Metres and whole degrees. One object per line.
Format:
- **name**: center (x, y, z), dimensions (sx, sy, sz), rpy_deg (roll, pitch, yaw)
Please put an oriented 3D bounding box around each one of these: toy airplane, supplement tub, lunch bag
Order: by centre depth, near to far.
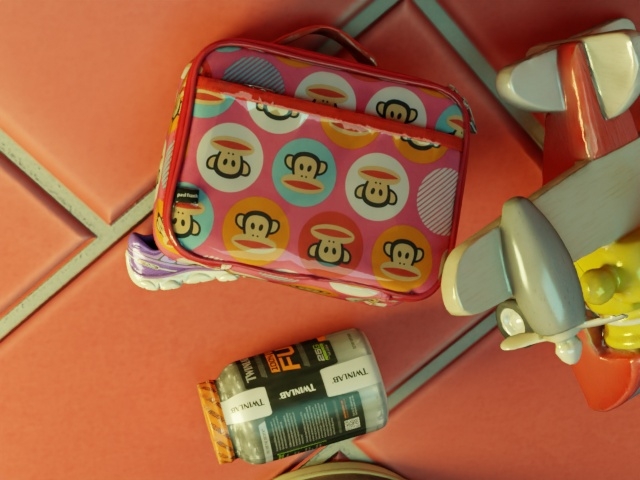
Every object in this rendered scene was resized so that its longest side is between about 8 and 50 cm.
- **lunch bag**: center (-0.004, -0.080, 1.634), dimensions (0.293, 0.120, 0.258), rpy_deg (11, 83, -13)
- **toy airplane**: center (0.316, -0.033, 1.702), dimensions (0.384, 0.272, 0.386), rpy_deg (33, 85, -46)
- **supplement tub**: center (-0.031, 0.172, 1.823), dimensions (0.190, 0.117, 0.117), rpy_deg (-16, 123, -8)

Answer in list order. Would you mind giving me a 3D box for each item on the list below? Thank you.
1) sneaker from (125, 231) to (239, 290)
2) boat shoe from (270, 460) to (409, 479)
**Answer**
- **sneaker**: center (-0.116, 0.003, 1.727), dimensions (0.170, 0.068, 0.071), rpy_deg (-12, 117, -9)
- **boat shoe**: center (0.084, 0.350, 1.960), dimensions (0.342, 0.123, 0.123), rpy_deg (15, 115, -24)
